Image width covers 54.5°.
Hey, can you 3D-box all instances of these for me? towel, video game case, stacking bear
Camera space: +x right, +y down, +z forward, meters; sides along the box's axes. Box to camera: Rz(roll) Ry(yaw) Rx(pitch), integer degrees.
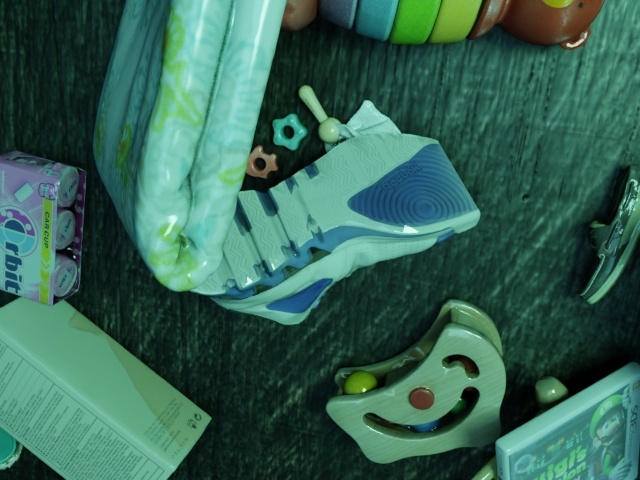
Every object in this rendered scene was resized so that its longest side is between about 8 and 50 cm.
[{"bbox_3d":[-0.127,-0.186,0.555,0.090,0.320,0.374,8,106,-26],"label":"towel"},{"bbox_3d":[0.274,0.239,0.673,0.190,0.022,0.173,-22,120,-17],"label":"video game case"},{"bbox_3d":[0.116,-0.250,0.562,0.289,0.164,0.175,11,103,0],"label":"stacking bear"}]

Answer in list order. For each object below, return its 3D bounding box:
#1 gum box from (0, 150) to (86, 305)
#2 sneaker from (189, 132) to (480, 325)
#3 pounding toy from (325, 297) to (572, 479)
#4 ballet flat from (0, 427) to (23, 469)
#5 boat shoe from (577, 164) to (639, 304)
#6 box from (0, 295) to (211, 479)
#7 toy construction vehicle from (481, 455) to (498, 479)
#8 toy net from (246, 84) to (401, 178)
[{"bbox_3d":[-0.377,-0.021,0.817,0.107,0.062,0.188,16,111,9],"label":"gum box"},{"bbox_3d":[-0.001,0.000,0.693,0.315,0.182,0.127,-18,68,-8],"label":"sneaker"},{"bbox_3d":[0.134,0.171,0.694,0.269,0.155,0.154,-17,105,17],"label":"pounding toy"},{"bbox_3d":[-0.561,0.308,0.977,0.241,0.091,0.077,14,141,15],"label":"ballet flat"},{"bbox_3d":[0.305,-0.007,0.649,0.049,0.056,0.152,27,103,10],"label":"boat shoe"},{"bbox_3d":[-0.325,0.221,0.851,0.311,0.121,0.148,40,113,0],"label":"box"},{"bbox_3d":[0.216,0.328,0.794,0.086,0.035,0.098,-36,98,11],"label":"toy construction vehicle"},{"bbox_3d":[-0.026,-0.115,0.702,0.232,0.045,0.122,16,110,9],"label":"toy net"}]
